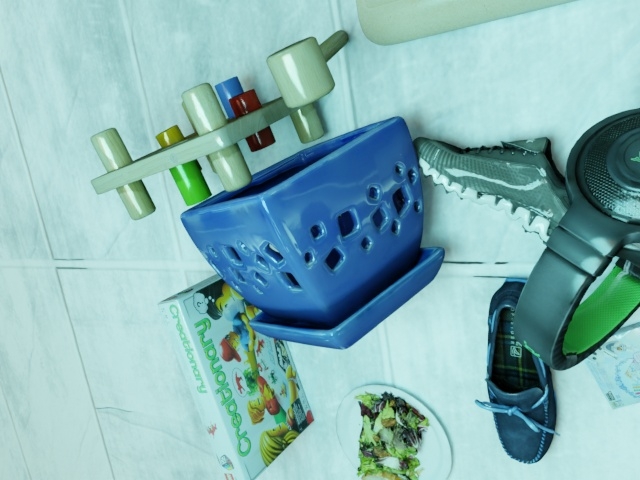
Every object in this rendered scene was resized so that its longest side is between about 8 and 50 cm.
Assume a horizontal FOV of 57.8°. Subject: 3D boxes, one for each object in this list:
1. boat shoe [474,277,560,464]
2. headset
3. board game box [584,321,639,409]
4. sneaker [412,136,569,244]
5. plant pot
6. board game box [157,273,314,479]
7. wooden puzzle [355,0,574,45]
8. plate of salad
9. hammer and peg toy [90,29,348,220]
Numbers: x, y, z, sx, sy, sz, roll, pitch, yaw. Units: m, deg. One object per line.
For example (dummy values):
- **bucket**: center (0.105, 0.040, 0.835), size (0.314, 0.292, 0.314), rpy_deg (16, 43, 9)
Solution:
- **boat shoe**: center (0.244, 0.180, 0.753), size (0.109, 0.089, 0.258), rpy_deg (-6, 103, 34)
- **headset**: center (0.310, -0.058, 0.565), size (0.185, 0.243, 0.394), rpy_deg (43, 111, 36)
- **board game box**: center (0.377, 0.151, 0.702), size (0.090, 0.020, 0.090), rpy_deg (-30, 89, 36)
- **sneaker**: center (0.220, -0.085, 0.690), size (0.234, 0.078, 0.106), rpy_deg (31, 114, 18)
- **plant pot**: center (0.000, 0.000, 0.735), size (0.236, 0.236, 0.212), rpy_deg (-8, 112, 56)
- **board game box**: center (-0.126, 0.204, 0.931), size (0.053, 0.193, 0.305), rpy_deg (-14, 99, 35)
- **wooden puzzle**: center (0.169, -0.415, 0.610), size (0.322, 0.080, 0.348), rpy_deg (-2, 109, 33)
- **plate of salad**: center (0.107, 0.323, 0.914), size (0.199, 0.048, 0.200), rpy_deg (11, 112, 30)
- **hammer and peg toy**: center (-0.098, -0.152, 0.759), size (0.361, 0.266, 0.127), rpy_deg (-12, 109, 35)
